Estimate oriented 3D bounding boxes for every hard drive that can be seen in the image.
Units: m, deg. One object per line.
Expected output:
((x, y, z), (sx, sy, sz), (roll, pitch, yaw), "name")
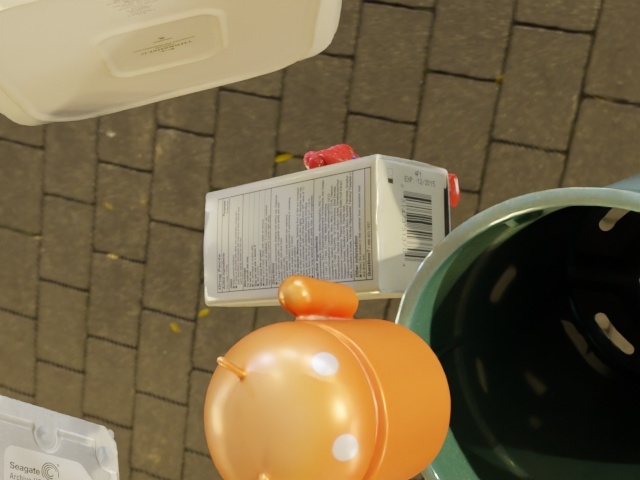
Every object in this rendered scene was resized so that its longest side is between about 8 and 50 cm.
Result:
((-0.313, 0.345, 0.901), (0.064, 0.237, 0.338), (-31, 51, 20), "hard drive")

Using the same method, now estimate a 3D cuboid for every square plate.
((-0.135, -0.175, 0.660), (0.347, 0.344, 0.049), (-15, 85, -6), "square plate")

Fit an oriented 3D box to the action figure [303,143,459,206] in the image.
((0.069, -0.059, 1.201), (0.280, 0.091, 0.139), (26, 128, 45), "action figure")

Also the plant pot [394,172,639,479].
((0.289, 0.086, 0.734), (0.341, 0.334, 0.341), (11, 111, 31), "plant pot")

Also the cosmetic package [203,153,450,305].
((0.000, 0.000, 0.985), (0.296, 0.129, 0.153), (-6, 82, 45), "cosmetic package")

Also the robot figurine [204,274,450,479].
((0.009, 0.119, 0.571), (0.128, 0.219, 0.158), (30, 102, 31), "robot figurine")
